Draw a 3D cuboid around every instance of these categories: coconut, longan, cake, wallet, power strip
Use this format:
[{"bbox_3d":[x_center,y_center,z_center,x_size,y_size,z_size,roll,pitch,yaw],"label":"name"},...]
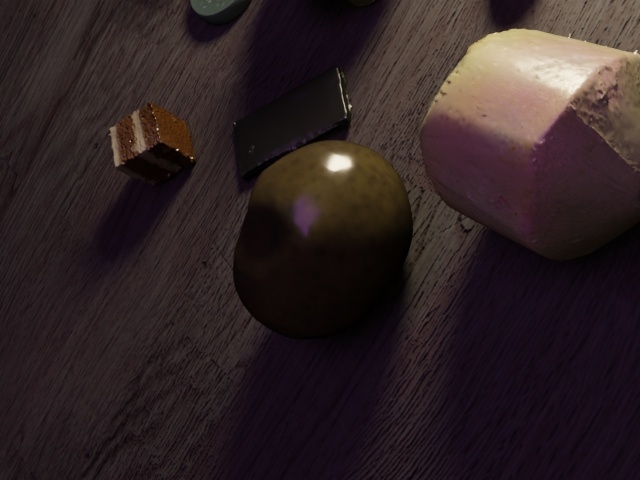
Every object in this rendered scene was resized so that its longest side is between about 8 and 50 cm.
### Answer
[{"bbox_3d":[0.330,-0.128,0.971,0.309,0.297,0.298,36,96,39],"label":"coconut"},{"bbox_3d":[0.000,0.000,1.172,0.288,0.288,0.350,37,109,36],"label":"longan"},{"bbox_3d":[-0.380,-0.210,1.565,0.147,0.135,0.135,-30,60,18],"label":"cake"},{"bbox_3d":[-0.064,-0.242,1.428,0.285,0.030,0.146,-24,60,27],"label":"wallet"},{"bbox_3d":[-0.252,-0.591,1.654,0.137,0.044,0.216,-51,55,11],"label":"power strip"}]

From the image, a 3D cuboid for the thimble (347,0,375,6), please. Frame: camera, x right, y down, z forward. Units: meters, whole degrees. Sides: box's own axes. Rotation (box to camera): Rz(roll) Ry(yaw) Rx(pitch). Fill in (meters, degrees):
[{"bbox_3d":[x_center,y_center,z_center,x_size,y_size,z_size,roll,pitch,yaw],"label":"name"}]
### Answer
[{"bbox_3d":[0.069,-0.523,1.403,0.110,0.062,0.085,29,94,37],"label":"thimble"}]
